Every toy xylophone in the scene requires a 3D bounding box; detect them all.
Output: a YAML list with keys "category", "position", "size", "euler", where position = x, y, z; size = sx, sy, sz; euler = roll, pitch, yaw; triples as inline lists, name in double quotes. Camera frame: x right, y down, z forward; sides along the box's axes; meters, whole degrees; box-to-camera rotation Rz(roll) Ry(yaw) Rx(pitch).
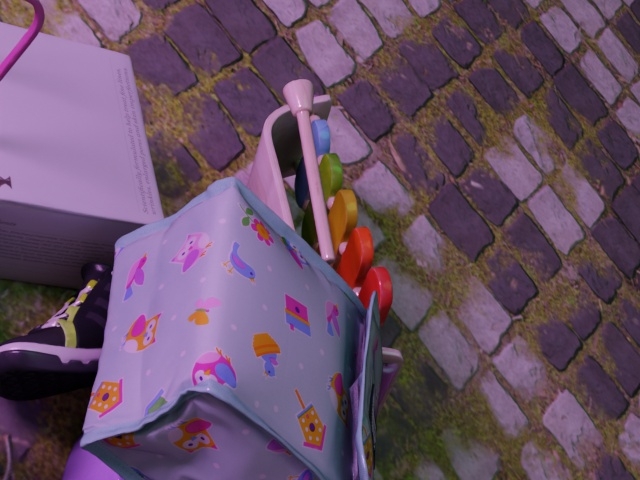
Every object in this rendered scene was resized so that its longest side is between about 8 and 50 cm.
- category: "toy xylophone"
  position: [0.000, 0.000, 1.417]
  size: [0.081, 0.236, 0.322]
  euler: [-3, 64, -17]

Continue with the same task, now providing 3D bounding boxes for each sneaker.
- category: "sneaker"
  position: [-0.194, 0.069, 1.267]
  size: [0.235, 0.084, 0.097]
  euler: [-4, 73, -58]

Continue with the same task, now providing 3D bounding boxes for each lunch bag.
- category: "lunch bag"
  position: [-0.038, 0.120, 1.189]
  size: [0.262, 0.160, 0.223]
  euler: [42, 33, -31]

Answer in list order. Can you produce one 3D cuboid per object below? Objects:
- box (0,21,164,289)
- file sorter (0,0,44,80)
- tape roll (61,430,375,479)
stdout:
- category: "box"
  position: [-0.247, -0.071, 1.290]
  size: [0.182, 0.119, 0.181]
  euler: [10, 55, -41]
- category: "file sorter"
  position: [-0.366, -0.221, 1.145]
  size: [0.202, 0.182, 0.290]
  euler: [15, 35, -55]
- category: "tape roll"
  position: [-0.073, 0.231, 1.262]
  size: [0.275, 0.090, 0.275]
  euler: [25, 47, -30]
